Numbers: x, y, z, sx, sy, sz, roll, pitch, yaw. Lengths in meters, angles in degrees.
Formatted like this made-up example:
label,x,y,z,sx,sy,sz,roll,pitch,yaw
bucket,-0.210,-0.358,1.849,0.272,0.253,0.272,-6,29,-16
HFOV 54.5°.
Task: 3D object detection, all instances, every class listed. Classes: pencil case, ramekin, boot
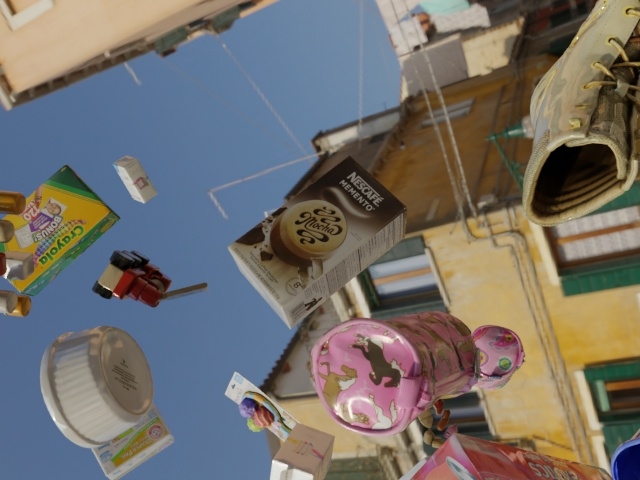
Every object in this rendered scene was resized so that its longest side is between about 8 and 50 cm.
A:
label,x,y,z,sx,sy,sz,roll,pitch,yaw
pencil case,0.131,0.189,0.946,0.386,0.167,0.160,11,-125,-63
pencil case,0.386,0.268,1.393,0.284,0.124,0.124,60,-156,-69
ramekin,-0.490,0.317,1.408,0.273,0.127,0.272,-24,-90,-82
boot,0.270,-0.150,0.555,0.095,0.262,0.203,29,-133,-3

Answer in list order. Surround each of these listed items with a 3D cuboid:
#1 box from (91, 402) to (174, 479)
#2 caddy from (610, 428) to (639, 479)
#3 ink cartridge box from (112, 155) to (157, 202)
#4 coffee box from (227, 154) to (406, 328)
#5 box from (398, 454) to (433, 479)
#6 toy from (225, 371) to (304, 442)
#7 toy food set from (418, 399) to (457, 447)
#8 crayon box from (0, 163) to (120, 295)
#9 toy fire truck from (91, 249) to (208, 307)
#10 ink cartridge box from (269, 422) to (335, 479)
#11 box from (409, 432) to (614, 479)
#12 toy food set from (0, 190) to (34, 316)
label,x,y,z,sx,sy,sz,roll,pitch,yaw
box,-0.538,0.580,1.788,0.114,0.203,0.103,51,157,21
caddy,0.679,0.416,1.085,0.179,0.341,0.241,-31,-105,-35
ink cartridge box,-0.530,-0.175,1.780,0.052,0.089,0.122,-38,-56,-24
coffee box,0.000,0.000,1.180,0.168,0.297,0.118,45,165,25
box,0.364,0.690,1.640,0.262,0.126,0.231,13,-147,-49
toy,-0.133,0.423,1.467,0.237,0.136,0.056,34,-132,6
toy food set,0.236,0.369,1.245,0.019,0.078,0.122,139,120,-75
crayon box,-0.641,-0.023,1.475,0.165,0.278,0.081,44,171,7
toy fire truck,-0.432,0.119,1.640,0.158,0.246,0.217,-59,-1,-1
ink cartridge box,-0.040,0.461,1.264,0.143,0.090,0.092,-45,-33,-60
box,0.224,0.324,0.643,0.300,0.142,0.154,24,-158,-34
toy food set,-0.579,0.033,1.082,0.111,0.105,0.232,-82,-2,-68
